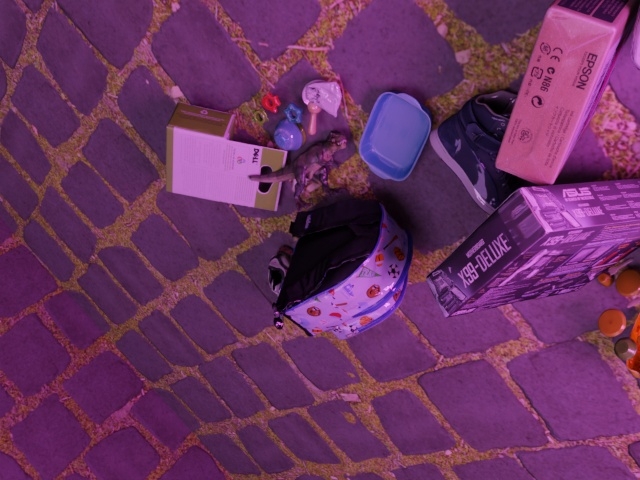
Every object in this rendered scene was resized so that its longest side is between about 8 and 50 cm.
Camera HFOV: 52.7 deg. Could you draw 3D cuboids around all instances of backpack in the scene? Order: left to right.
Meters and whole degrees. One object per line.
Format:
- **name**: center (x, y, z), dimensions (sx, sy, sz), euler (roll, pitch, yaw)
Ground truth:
- **backpack**: center (0.059, 0.056, 1.285), dimensions (0.213, 0.276, 0.263), euler (33, 135, -25)

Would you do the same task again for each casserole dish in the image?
- **casserole dish**: center (0.139, -0.192, 1.173), dimensions (0.114, 0.037, 0.188), euler (34, 138, 12)

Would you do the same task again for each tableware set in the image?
- **tableware set**: center (0.503, 0.114, 1.064), dimensions (0.024, 0.154, 0.104), euler (22, 133, -35)

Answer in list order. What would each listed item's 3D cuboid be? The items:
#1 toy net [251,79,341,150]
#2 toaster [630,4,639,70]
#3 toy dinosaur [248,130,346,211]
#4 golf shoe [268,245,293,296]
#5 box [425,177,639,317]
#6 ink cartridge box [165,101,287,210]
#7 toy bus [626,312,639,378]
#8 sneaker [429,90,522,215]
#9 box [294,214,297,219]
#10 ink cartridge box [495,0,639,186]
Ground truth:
- **toy net**: center (-0.037, -0.261, 1.258), dimensions (0.122, 0.045, 0.232), euler (53, 137, -7)
- **toaster**: center (0.447, -0.283, 0.759), dimensions (0.129, 0.146, 0.227), euler (24, 136, 23)
- **toy dinosaur**: center (-0.025, -0.132, 1.327), dimensions (0.268, 0.064, 0.118), euler (-23, 95, 37)
- **golf shoe**: center (-0.098, 0.105, 1.582), dimensions (0.068, 0.086, 0.186), euler (17, 134, 27)
- **box**: center (0.349, 0.011, 0.973), dimensions (0.242, 0.308, 0.076), euler (-56, 49, 50)
- **ink cartridge box**: center (-0.205, -0.179, 1.432), dimensions (0.255, 0.097, 0.188), euler (11, 135, -4)
- **toy bus**: center (0.637, 0.215, 1.043), dimensions (0.220, 0.149, 0.211), euler (-1, 138, 42)
- **sneaker**: center (0.301, -0.136, 1.049), dimensions (0.226, 0.086, 0.163), euler (46, 142, 0)
- **box**: center (0.000, 0.000, 1.456), dimensions (0.081, 0.028, 0.136), euler (1, 122, 39)
- **ink cartridge box**: center (0.335, -0.219, 0.868), dimensions (0.088, 0.193, 0.234), euler (27, 137, 21)
